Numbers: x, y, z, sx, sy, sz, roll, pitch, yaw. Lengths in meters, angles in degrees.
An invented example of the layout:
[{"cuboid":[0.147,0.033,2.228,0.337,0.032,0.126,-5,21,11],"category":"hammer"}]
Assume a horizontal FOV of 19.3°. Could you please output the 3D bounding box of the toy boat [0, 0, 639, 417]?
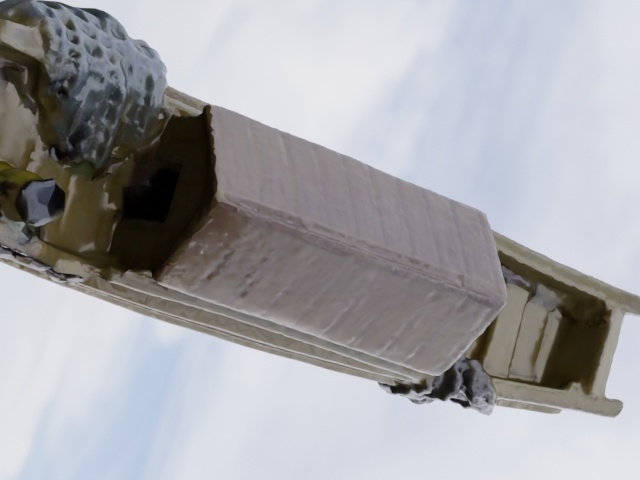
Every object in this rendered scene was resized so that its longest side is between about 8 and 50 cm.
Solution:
[{"cuboid":[0.000,0.000,0.983,0.162,0.445,0.136,3,-105,53],"category":"toy boat"}]
